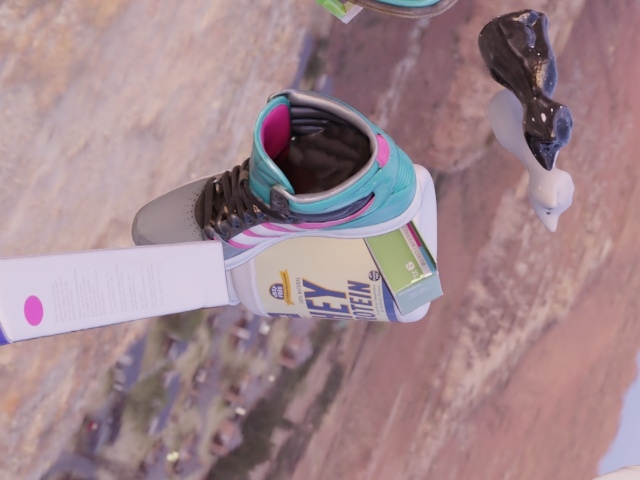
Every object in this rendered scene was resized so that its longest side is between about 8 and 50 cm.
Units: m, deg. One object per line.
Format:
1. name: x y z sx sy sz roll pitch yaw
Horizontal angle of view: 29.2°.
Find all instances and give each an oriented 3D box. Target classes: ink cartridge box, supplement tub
1. ink cartridge box: -0.232 0.044 0.897 0.371 0.175 0.069 0 82 -65
2. supplement tub: 0.000 0.000 1.836 0.235 0.325 0.235 1 90 -76
3. ink cartridge box: 0.094 0.015 1.485 0.062 0.109 0.209 -27 166 1

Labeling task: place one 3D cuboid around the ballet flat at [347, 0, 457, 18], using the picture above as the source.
1. ballet flat: -0.027 -0.284 1.051 0.116 0.342 0.124 -64 173 -1

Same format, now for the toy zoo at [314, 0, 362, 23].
1. toy zoo: -0.003 -0.465 1.806 0.192 0.293 0.030 -41 -144 25

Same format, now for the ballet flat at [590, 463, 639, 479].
1. ballet flat: 0.276 0.326 0.891 0.400 0.139 0.139 -112 -151 -51

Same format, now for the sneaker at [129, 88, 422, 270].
1. sneaker: -0.058 -0.053 1.163 0.178 0.295 0.124 64 15 -64

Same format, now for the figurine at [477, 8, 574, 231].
1. figurine: 0.269 -0.142 1.548 0.215 0.092 0.209 72 6 -53
